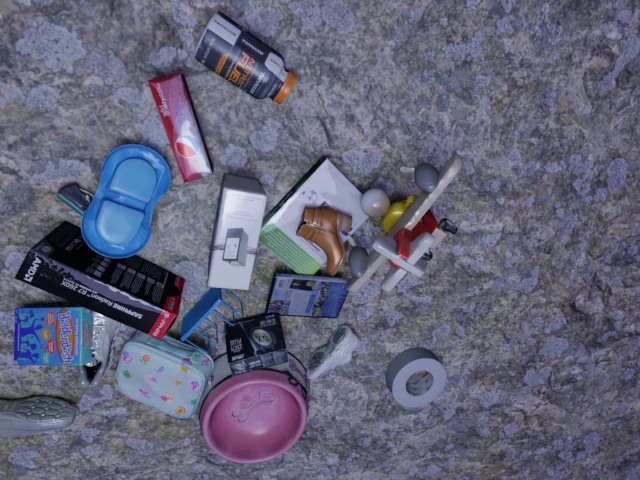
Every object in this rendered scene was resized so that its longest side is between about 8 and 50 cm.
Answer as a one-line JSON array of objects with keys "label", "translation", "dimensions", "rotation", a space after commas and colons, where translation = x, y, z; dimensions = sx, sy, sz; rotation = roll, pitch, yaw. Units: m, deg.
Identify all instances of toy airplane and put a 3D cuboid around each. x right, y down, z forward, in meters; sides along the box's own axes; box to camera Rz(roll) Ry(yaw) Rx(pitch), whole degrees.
[{"label": "toy airplane", "translation": [0.211, -0.036, 1.161], "dimensions": [0.272, 0.384, 0.386], "rotation": [43, 75, 10]}]

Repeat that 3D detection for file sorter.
[{"label": "file sorter", "translation": [-0.331, 0.238, 1.277], "dimensions": [0.170, 0.118, 0.104], "rotation": [-46, 116, 6]}]

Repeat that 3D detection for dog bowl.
[{"label": "dog bowl", "translation": [-0.511, -0.103, 1.090], "dimensions": [0.165, 0.074, 0.298], "rotation": [21, 85, -32]}, {"label": "dog bowl", "translation": [-0.222, 0.567, 1.402], "dimensions": [0.407, 0.150, 0.409], "rotation": [-4, 111, -12]}]

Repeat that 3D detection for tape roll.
[{"label": "tape roll", "translation": [0.359, 0.516, 1.560], "dimensions": [0.218, 0.072, 0.220], "rotation": [-5, 111, -12]}]

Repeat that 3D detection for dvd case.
[{"label": "dvd case", "translation": [-0.042, 0.183, 1.342], "dimensions": [0.252, 0.022, 0.181], "rotation": [6, 130, -15]}]

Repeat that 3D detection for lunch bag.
[{"label": "lunch bag", "translation": [-0.468, 0.401, 1.267], "dimensions": [0.278, 0.108, 0.224], "rotation": [23, 110, -2]}]

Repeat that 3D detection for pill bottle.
[{"label": "pill bottle", "translation": [-0.182, -0.450, 1.056], "dimensions": [0.245, 0.130, 0.131], "rotation": [28, 101, -20]}]

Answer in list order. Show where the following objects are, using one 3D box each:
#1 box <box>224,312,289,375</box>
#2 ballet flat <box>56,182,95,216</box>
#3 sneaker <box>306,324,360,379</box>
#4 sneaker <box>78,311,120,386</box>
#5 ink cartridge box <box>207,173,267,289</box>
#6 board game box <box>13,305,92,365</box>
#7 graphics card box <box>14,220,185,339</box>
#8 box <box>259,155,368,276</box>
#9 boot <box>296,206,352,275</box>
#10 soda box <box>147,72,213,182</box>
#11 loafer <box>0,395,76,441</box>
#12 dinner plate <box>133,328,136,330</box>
[{"label": "box", "translation": [-0.203, 0.325, 1.311], "dimensions": [0.179, 0.147, 0.078], "rotation": [-12, 134, -8]}, {"label": "ballet flat", "translation": [-0.612, -0.073, 1.127], "dimensions": [0.074, 0.074, 0.203], "rotation": [-39, 108, 3]}, {"label": "sneaker", "translation": [0.051, 0.410, 1.443], "dimensions": [0.232, 0.090, 0.115], "rotation": [-45, 116, 6]}, {"label": "sneaker", "translation": [-0.658, 0.293, 1.220], "dimensions": [0.109, 0.118, 0.293], "rotation": [6, 106, -13]}, {"label": "ink cartridge box", "translation": [-0.238, -0.028, 1.157], "dimensions": [0.114, 0.198, 0.273], "rotation": [9, 108, -17]}, {"label": "board game box", "translation": [-0.747, 0.265, 1.160], "dimensions": [0.210, 0.047, 0.160], "rotation": [-3, 86, 8]}, {"label": "graphics card box", "translation": [-0.559, 0.102, 1.111], "dimensions": [0.370, 0.233, 0.094], "rotation": [32, 101, -22]}, {"label": "box", "translation": [-0.018, -0.063, 1.274], "dimensions": [0.322, 0.058, 0.232], "rotation": [-46, 113, 4]}, {"label": "boot", "translation": [0.000, 0.000, 1.233], "dimensions": [0.152, 0.073, 0.197], "rotation": [11, 95, -18]}, {"label": "soda box", "translation": [-0.360, -0.293, 1.091], "dimensions": [0.083, 0.092, 0.264], "rotation": [-16, 112, -6]}, {"label": "loafer", "translation": [-0.914, 0.546, 1.261], "dimensions": [0.318, 0.112, 0.112], "rotation": [4, 114, -6]}, {"label": "dinner plate", "translation": [-0.536, 0.225, 1.278], "dimensions": [0.141, 0.017, 0.141], "rotation": [-5, 112, -12]}]
